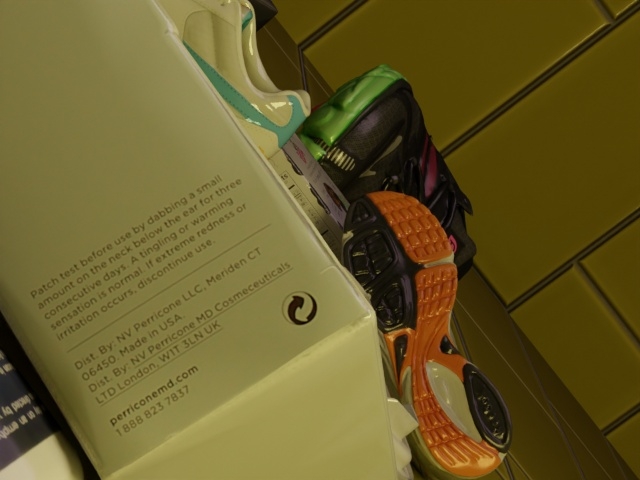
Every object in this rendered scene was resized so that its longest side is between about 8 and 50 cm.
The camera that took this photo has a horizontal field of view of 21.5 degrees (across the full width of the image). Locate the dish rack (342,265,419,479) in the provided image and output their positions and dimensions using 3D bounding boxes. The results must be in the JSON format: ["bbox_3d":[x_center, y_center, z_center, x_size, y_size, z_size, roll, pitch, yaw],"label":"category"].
[{"bbox_3d":[-0.033,0.035,1.211,0.285,0.072,0.333,49,7,-20],"label":"dish rack"}]

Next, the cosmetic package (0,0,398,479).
[{"bbox_3d":[-0.084,-0.006,0.671,0.284,0.097,0.377,57,-7,19],"label":"cosmetic package"}]

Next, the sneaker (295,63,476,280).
[{"bbox_3d":[0.086,-0.050,1.864,0.202,0.185,0.483,51,8,18],"label":"sneaker"}]

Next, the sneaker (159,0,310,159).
[{"bbox_3d":[-0.098,-0.146,1.088,0.229,0.092,0.087,54,9,-2],"label":"sneaker"}]

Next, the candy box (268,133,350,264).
[{"bbox_3d":[0.000,0.000,1.547,0.196,0.070,0.165,53,8,-4],"label":"candy box"}]

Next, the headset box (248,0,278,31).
[{"bbox_3d":[-0.178,-0.282,1.504,0.293,0.110,0.218,58,17,24],"label":"headset box"}]

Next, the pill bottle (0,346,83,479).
[{"bbox_3d":[-0.125,0.059,0.463,0.169,0.094,0.094,53,8,1],"label":"pill bottle"}]

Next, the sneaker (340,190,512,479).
[{"bbox_3d":[0.072,0.089,1.426,0.121,0.099,0.262,118,-42,-65],"label":"sneaker"}]
